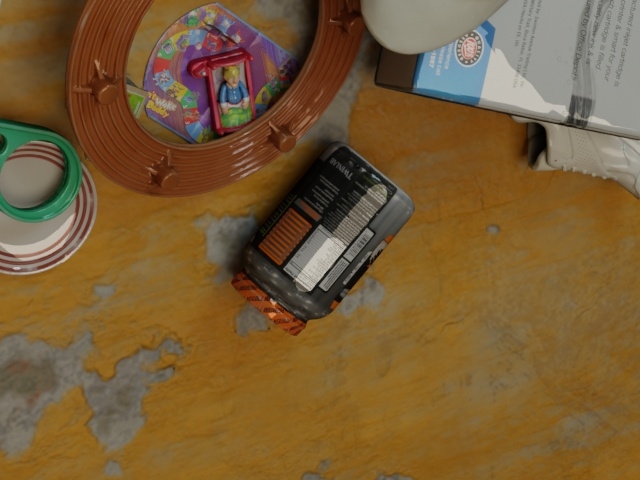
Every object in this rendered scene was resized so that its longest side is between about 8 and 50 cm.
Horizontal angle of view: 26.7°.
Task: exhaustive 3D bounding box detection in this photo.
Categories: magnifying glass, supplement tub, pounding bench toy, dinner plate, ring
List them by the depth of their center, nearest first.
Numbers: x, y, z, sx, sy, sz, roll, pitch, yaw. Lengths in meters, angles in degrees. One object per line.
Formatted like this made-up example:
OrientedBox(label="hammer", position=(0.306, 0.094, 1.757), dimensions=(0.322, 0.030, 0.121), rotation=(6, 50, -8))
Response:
OrientedBox(label="magnifying glass", position=(-0.305, -0.094, 1.235), dimensions=(0.092, 0.026, 0.231), rotation=(-51, 134, -5))
OrientedBox(label="ring", position=(-0.083, -0.177, 1.270), dimensions=(0.337, 0.032, 0.336), rotation=(-27, 141, -25))
OrientedBox(label="pounding bench toy", position=(-0.212, -0.121, 1.292), dimensions=(0.052, 0.065, 0.083), rotation=(17, 103, -32))
OrientedBox(label="dinner plate", position=(-0.289, -0.033, 1.323), dimensions=(0.141, 0.017, 0.141), rotation=(-10, 115, -22))
OrientedBox(label="supplement tub", position=(0.000, 0.000, 1.419), dimensions=(0.117, 0.117, 0.190), rotation=(38, 93, -33))

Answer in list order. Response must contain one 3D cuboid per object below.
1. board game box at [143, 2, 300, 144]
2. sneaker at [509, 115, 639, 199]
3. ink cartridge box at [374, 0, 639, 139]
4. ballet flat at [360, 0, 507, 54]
OrientedBox(label="board game box", position=(-0.093, -0.151, 1.356), dimensions=(0.169, 0.033, 0.133), rotation=(32, 96, -33))
OrientedBox(label="sneaker", position=(0.293, -0.111, 1.541), dimensions=(0.115, 0.090, 0.232), rotation=(-46, 115, 7))
OrientedBox(label="ink cartridge box", position=(0.234, -0.233, 1.371), dimensions=(0.307, 0.129, 0.223), rotation=(10, 95, -17))
OrientedBox(label="ballet flat", position=(0.200, -0.322, 1.212), dimensions=(0.400, 0.139, 0.139), rotation=(-41, 123, -8))
